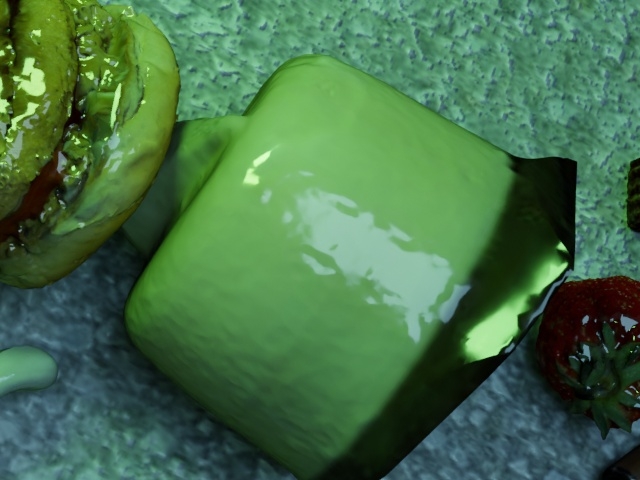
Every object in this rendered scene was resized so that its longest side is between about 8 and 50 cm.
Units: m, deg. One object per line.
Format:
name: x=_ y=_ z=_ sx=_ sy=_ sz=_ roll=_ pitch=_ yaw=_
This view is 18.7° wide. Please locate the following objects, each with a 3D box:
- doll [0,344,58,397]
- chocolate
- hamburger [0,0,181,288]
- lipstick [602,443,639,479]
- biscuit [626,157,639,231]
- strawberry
doll: x=-0.330 y=0.174 z=1.457 sx=0.237 sy=0.111 sz=0.252 roll=22 pitch=80 yaw=-35
chocolate: x=0.000 y=0.000 z=1.516 sx=0.297 sy=0.326 sz=0.314 roll=43 pitch=23 yaw=-12
hamburger: x=-0.229 y=-0.081 z=1.496 sx=0.163 sy=0.244 sz=0.244 roll=15 pitch=73 yaw=-35
lipstick: x=0.403 y=0.143 z=1.801 sx=0.356 sy=0.057 sz=0.057 roll=-31 pitch=92 yaw=-24
biscuit: x=0.413 y=-0.033 z=1.814 sx=0.252 sy=0.106 sz=0.070 roll=10 pitch=74 yaw=-22
strawberry: x=0.253 y=0.092 z=1.727 sx=0.131 sy=0.148 sz=0.131 roll=-1 pitch=111 yaw=-3
